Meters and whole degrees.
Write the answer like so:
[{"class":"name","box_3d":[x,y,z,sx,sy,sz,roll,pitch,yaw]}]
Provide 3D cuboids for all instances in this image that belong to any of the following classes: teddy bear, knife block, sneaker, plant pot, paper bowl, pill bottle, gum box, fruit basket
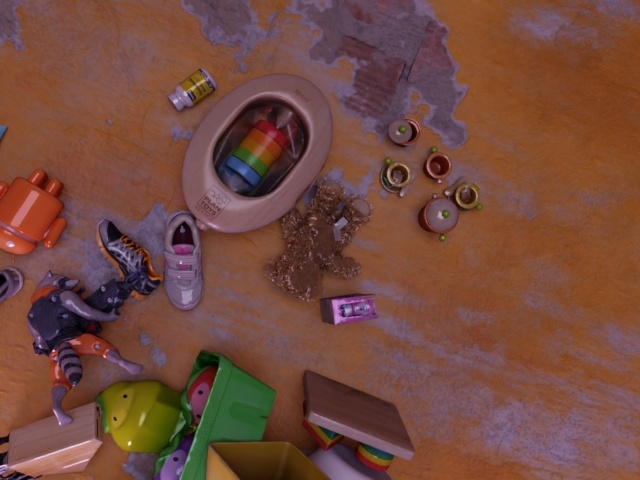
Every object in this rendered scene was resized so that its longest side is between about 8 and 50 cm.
[{"class":"teddy bear","box_3d":[0.000,0.000,1.651,0.245,0.113,0.338,18,75,-15]},{"class":"knife block","box_3d":[-0.632,0.454,1.427,0.242,0.276,0.088,8,49,-31]},{"class":"sneaker","box_3d":[-0.794,0.144,1.475,0.086,0.132,0.229,44,80,-4]},{"class":"plant pot","box_3d":[-0.120,0.553,1.341,0.212,0.212,0.187,11,97,-36]},{"class":"paper bowl","box_3d":[0.059,0.582,1.508,0.284,0.284,0.148,30,89,-7]},{"class":"pill bottle","box_3d":[-0.325,-0.376,1.630,0.116,0.065,0.065,-40,93,-10]},{"class":"sneaker","box_3d":[-0.338,0.046,1.573,0.103,0.111,0.252,-6,87,-10]},{"class":"gum box","box_3d":[0.068,0.167,1.596,0.107,0.188,0.062,-7,87,-10]},{"class":"fruit basket","box_3d":[-0.335,0.422,1.479,0.392,0.283,0.392,3,82,-22]},{"class":"sneaker","box_3d":[-0.458,0.036,1.560,0.083,0.084,0.215,-29,102,14]}]

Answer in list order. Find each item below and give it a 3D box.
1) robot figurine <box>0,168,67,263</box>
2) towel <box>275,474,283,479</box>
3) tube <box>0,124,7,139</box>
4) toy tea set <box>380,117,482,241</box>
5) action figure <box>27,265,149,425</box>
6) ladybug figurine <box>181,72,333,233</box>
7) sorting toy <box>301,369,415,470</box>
[{"class":"robot figurine","box_3d":[-0.689,-0.059,1.511,0.219,0.128,0.158,-58,139,-9]},{"class":"towel","box_3d":[-0.175,0.587,1.529,0.029,0.197,0.144,31,79,-39]},{"class":"tube","box_3d":[-0.819,-0.189,1.541,0.080,0.052,0.207,15,78,-13]},{"class":"toy tea set","box_3d":[0.280,-0.167,1.690,0.200,0.124,0.336,-44,94,-10]},{"class":"action figure","box_3d":[-0.530,0.184,1.443,0.341,0.178,0.330,-42,62,3]},{"class":"ladybug figurine","box_3d":[-0.160,-0.205,1.597,0.305,0.162,0.449,42,80,-5]},{"class":"sorting toy","box_3d":[0.070,0.440,1.552,0.257,0.255,0.089,24,97,-8]}]
